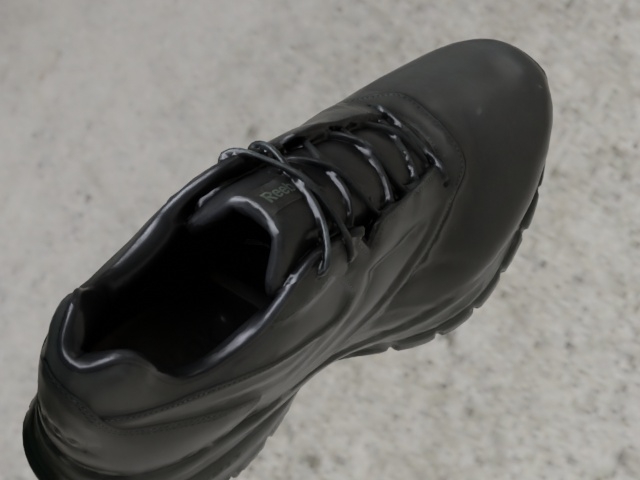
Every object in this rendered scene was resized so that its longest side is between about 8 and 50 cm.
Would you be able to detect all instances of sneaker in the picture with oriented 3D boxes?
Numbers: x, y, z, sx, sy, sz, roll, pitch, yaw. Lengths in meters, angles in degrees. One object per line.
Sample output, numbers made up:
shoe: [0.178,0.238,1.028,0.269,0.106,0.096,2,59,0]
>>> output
sneaker: [0.000,0.000,0.757,0.109,0.130,0.286,40,64,17]
